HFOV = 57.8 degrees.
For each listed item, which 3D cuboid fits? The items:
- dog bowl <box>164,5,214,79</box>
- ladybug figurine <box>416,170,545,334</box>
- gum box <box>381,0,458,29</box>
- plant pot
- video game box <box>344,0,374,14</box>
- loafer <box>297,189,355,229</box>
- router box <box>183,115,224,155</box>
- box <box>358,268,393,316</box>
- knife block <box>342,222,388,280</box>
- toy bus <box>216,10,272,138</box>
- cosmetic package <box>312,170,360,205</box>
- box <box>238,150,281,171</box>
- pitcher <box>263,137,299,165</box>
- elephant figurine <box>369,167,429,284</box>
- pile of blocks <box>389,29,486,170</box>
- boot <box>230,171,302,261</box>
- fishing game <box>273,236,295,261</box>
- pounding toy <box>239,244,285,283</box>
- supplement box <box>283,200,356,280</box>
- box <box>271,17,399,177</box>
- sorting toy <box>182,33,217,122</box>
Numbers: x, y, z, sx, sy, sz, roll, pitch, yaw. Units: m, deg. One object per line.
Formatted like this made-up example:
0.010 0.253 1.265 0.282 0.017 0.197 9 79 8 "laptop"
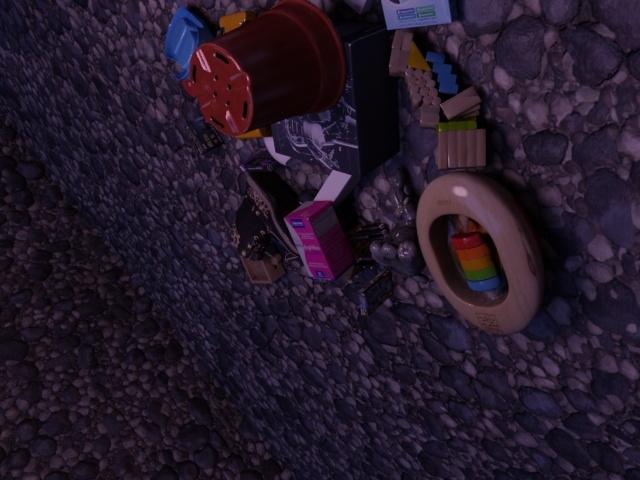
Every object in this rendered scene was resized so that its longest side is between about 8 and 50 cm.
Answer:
-0.399 -0.598 1.780 0.166 0.074 0.297 -57 42 27 "dog bowl"
0.403 0.026 1.415 0.305 0.162 0.449 0 118 48 "ladybug figurine"
0.199 -0.552 1.234 0.157 0.041 0.184 8 131 34 "gum box"
-0.129 -0.373 1.297 0.272 0.265 0.272 28 136 31 "plant pot"
0.072 -0.660 1.325 0.187 0.048 0.205 42 143 11 "video game box"
0.007 -0.097 1.834 0.223 0.078 0.076 30 138 30 "loafer"
-0.417 -0.378 2.071 0.122 0.092 0.038 57 145 -5 "router box"
0.174 0.163 1.809 0.027 0.137 0.094 21 134 38 "box"
0.089 -0.004 1.812 0.276 0.088 0.242 38 141 22 "knife block"
-0.193 -0.453 1.613 0.108 0.130 0.332 5 104 39 "toy bus"
0.062 -0.173 1.693 0.060 0.099 0.239 47 143 8 "cosmetic package"
-0.173 -0.258 1.875 0.162 0.116 0.029 6 125 47 "box"
-0.127 -0.325 1.776 0.207 0.125 0.178 60 160 10 "pitcher"
0.245 -0.040 1.572 0.169 0.239 0.186 18 159 19 "elephant figurine"
0.276 -0.322 1.346 0.362 0.149 0.112 64 -173 1 "pile of blocks"
-0.173 -0.032 1.964 0.377 0.138 0.284 53 136 24 "boot"
-0.120 -0.060 2.047 0.189 0.041 0.264 -21 96 46 "fishing game"
-0.201 0.063 2.193 0.206 0.094 0.181 -3 114 45 "pounding toy"
0.000 0.000 1.734 0.111 0.114 0.220 2 122 47 "supplement box"
0.024 -0.379 1.497 0.312 0.179 0.343 21 133 36 "box"
-0.336 -0.492 1.888 0.255 0.089 0.257 -24 100 54 "sorting toy"
